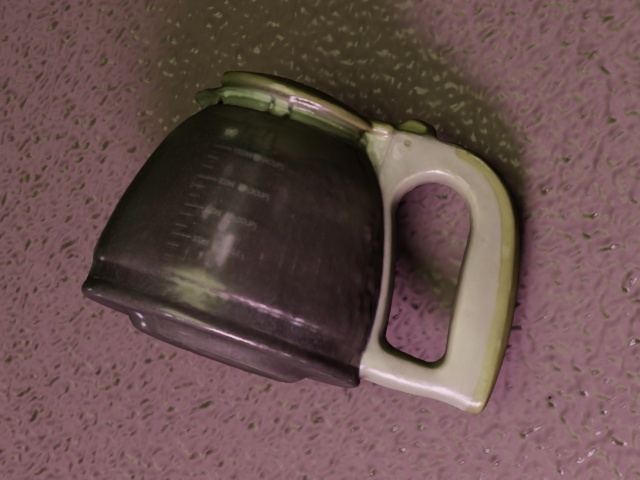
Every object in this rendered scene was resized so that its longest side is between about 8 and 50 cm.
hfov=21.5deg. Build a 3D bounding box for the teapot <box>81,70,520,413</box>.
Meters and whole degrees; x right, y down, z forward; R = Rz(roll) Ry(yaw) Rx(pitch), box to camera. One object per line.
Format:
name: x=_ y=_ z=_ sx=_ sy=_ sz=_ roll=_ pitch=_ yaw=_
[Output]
teapot: x=-0.016 y=-0.007 z=1.352 sx=0.322 sy=0.239 sz=0.239 roll=15 pitch=83 yaw=36
